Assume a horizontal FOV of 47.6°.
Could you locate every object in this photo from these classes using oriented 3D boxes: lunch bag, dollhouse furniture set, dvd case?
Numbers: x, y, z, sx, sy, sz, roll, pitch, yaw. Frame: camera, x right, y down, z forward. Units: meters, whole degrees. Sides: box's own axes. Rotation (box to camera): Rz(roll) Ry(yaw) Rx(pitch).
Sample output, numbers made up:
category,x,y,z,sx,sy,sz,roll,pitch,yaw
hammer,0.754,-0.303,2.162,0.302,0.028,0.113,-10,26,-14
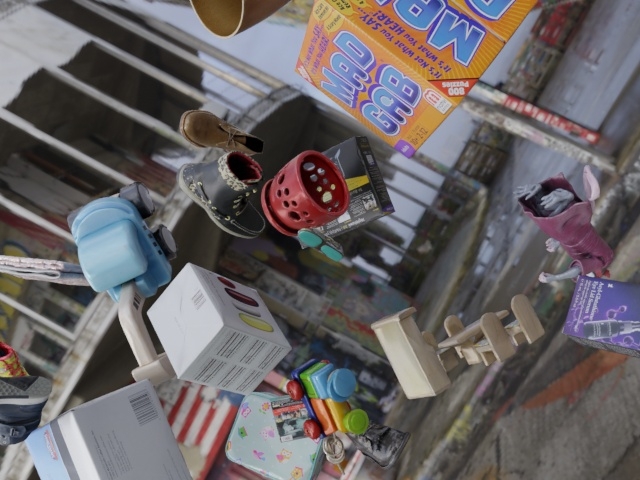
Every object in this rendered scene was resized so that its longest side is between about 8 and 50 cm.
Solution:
category,x,y,z,sx,sy,sz,roll,pitch,yaw
lunch bag,-0.105,0.546,2.015,0.108,0.279,0.224,46,-118,-67
dollhouse furniture set,0.397,0.280,2.239,0.394,0.256,0.362,-25,-4,-29
dvd case,-0.052,0.366,1.503,0.013,0.087,0.119,-103,2,-61

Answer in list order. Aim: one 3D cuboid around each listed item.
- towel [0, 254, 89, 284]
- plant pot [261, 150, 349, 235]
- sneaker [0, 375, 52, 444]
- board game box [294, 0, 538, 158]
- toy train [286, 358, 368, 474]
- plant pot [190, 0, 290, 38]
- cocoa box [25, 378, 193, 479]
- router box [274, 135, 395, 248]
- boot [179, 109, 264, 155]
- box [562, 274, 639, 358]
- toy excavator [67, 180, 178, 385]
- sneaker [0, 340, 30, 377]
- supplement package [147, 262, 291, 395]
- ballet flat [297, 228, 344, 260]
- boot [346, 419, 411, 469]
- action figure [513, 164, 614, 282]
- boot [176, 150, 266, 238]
category,x,y,z,sx,sy,sz,roll,pitch,yaw
towel,-0.799,0.089,2.096,0.317,0.332,0.053,33,-117,-74
plant pot,-0.048,-0.113,1.886,0.174,0.191,0.191,-30,16,35
sneaker,-0.694,0.354,1.513,0.163,0.226,0.086,-62,29,31
board game box,0.206,-0.469,1.621,0.356,0.356,0.356,-53,0,-14
toy train,0.043,0.354,1.409,0.105,0.248,0.143,-27,8,-32
plant pot,-0.159,-0.641,1.764,0.254,0.237,0.237,-28,-24,-32
cocoa box,-0.474,0.539,1.672,0.228,0.347,0.231,-30,-8,35
router box,0.039,-0.140,2.158,0.309,0.242,0.081,-22,-3,32
boot,-0.287,-0.318,2.166,0.305,0.115,0.112,13,-93,-53
box,0.692,0.179,1.675,0.108,0.207,0.153,29,-105,-43
toy excavator,-0.511,0.117,1.923,0.222,0.432,0.445,-23,25,6
sneaker,-0.771,0.312,1.782,0.094,0.208,0.081,-34,16,34
supplement package,-0.206,0.184,1.482,0.149,0.194,0.203,-48,-42,12
ballet flat,0.000,0.000,1.427,0.041,0.114,0.041,-36,35,31
boot,0.068,0.422,1.668,0.091,0.229,0.263,-55,7,-23
action figure,0.688,-0.025,1.934,0.276,0.370,0.248,-34,24,30
boot,-0.169,-0.092,1.525,0.179,0.236,0.085,-12,46,47
